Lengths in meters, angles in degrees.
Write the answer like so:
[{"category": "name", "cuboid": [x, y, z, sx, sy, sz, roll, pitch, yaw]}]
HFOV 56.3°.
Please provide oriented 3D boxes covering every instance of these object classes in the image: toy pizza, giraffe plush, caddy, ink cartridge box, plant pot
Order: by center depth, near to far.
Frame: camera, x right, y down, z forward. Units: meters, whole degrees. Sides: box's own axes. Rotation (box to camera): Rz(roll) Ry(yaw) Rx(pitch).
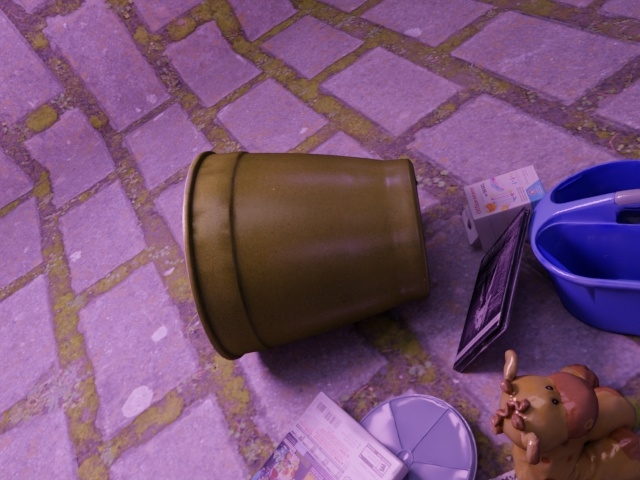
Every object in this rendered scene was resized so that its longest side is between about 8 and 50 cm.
[{"category": "giraffe plush", "cuboid": [0.278, 0.218, 0.731, 0.210, 0.170, 0.181, -35, 40, -6]}, {"category": "caddy", "cuboid": [0.468, -0.004, 0.827, 0.341, 0.179, 0.241, 3, 49, 39]}, {"category": "toy pizza", "cuboid": [0.122, 0.311, 0.835, 0.201, 0.032, 0.201, -21, 42, 20]}, {"category": "plant pot", "cuboid": [0.000, 0.000, 1.028, 0.352, 0.367, 0.367, -8, 43, 8]}, {"category": "ink cartridge box", "cuboid": [0.320, -0.052, 1.049, 0.143, 0.090, 0.092, -18, 41, 14]}]

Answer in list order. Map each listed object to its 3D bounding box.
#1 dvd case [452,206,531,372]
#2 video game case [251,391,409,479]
[{"category": "dvd case", "cuboid": [0.263, 0.076, 0.913, 0.018, 0.165, 0.221, 24, 56, 3]}, {"category": "video game case", "cuboid": [0.004, 0.340, 0.856, 0.183, 0.023, 0.201, -50, 38, -9]}]
